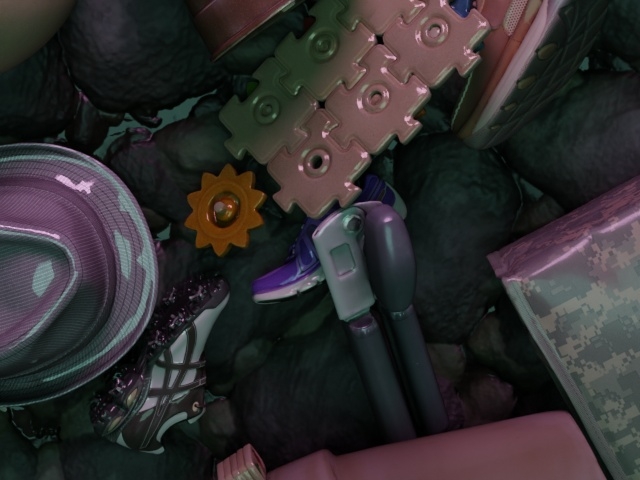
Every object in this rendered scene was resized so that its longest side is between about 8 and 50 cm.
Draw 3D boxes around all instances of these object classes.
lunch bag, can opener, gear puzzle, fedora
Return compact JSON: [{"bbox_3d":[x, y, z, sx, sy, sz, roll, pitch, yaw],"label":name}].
[{"bbox_3d":[0.327,0.092,1.823,0.235,0.169,0.287,-29,98,3],"label":"lunch bag"},{"bbox_3d":[0.061,0.086,1.812,0.074,0.093,0.280,-25,125,-12],"label":"can opener"},{"bbox_3d":[0.006,-0.110,1.788,0.339,0.044,0.175,-48,60,8],"label":"gear puzzle"},{"bbox_3d":[-0.293,0.038,1.786,0.275,0.124,0.244,-13,94,4],"label":"fedora"}]

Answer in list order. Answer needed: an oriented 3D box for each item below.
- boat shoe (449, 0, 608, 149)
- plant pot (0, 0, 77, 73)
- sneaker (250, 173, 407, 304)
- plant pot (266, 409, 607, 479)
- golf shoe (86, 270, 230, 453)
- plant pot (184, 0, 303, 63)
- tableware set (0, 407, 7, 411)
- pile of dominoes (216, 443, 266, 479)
[{"bbox_3d":[0.197,-0.236,1.780,0.116,0.123,0.324,36,111,24],"label":"boat shoe"},{"bbox_3d":[-0.342,-0.248,1.677,0.284,0.191,0.284,-1,112,-3],"label":"plant pot"},{"bbox_3d":[0.000,0.000,1.848,0.170,0.068,0.071,-37,87,-3],"label":"sneaker"},{"bbox_3d":[0.141,0.298,1.782,0.280,0.323,0.323,-26,103,2],"label":"plant pot"},{"bbox_3d":[-0.134,0.118,1.860,0.094,0.077,0.198,33,106,-21],"label":"golf shoe"},{"bbox_3d":[-0.076,-0.271,1.731,0.167,0.167,0.165,-35,93,5],"label":"plant pot"},{"bbox_3d":[-0.282,0.087,1.863,0.154,0.024,0.104,-39,102,6],"label":"tableware set"},{"bbox_3d":[-0.013,0.311,1.840,0.040,0.196,0.251,-33,103,3],"label":"pile of dominoes"}]
